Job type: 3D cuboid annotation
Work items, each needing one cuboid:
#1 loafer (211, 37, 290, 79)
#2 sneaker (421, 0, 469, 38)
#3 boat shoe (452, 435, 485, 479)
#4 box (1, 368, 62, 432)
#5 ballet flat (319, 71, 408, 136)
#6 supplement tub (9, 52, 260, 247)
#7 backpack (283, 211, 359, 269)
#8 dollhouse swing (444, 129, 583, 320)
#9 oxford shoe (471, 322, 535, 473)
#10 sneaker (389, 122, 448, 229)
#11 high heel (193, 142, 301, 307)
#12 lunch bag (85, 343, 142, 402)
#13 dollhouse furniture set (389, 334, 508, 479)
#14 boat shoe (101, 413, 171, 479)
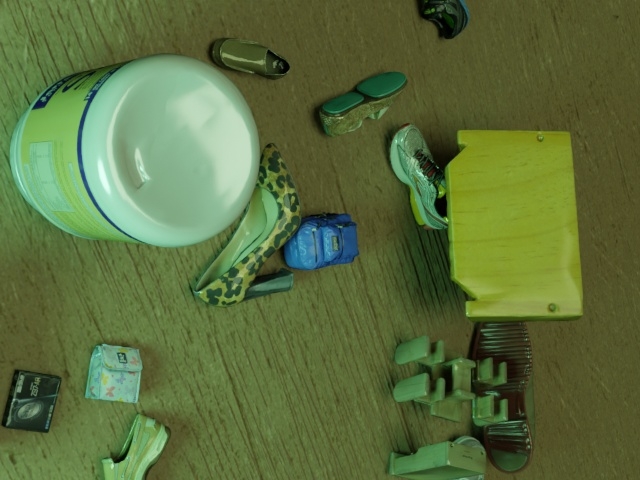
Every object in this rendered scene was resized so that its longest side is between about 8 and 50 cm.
[{"bbox_3d":[-0.110,-0.303,1.534,0.148,0.050,0.056,5,90,-38],"label":"loafer"},{"bbox_3d":[0.221,-0.464,1.769,0.188,0.067,0.078,50,58,-32],"label":"sneaker"},{"bbox_3d":[0.258,0.542,1.830,0.118,0.103,0.320,42,68,-31],"label":"boat shoe"},{"bbox_3d":[-0.419,0.233,1.347,0.067,0.018,0.083,18,82,-37],"label":"box"},{"bbox_3d":[0.077,-0.244,1.683,0.206,0.073,0.067,-28,136,-30],"label":"ballet flat"},{"bbox_3d":[-0.262,-0.116,1.251,0.241,0.331,0.241,-3,94,-38],"label":"supplement tub"},{"bbox_3d":[0.000,0.000,1.606,0.120,0.101,0.098,-9,91,-33],"label":"backpack"},{"bbox_3d":[0.365,-0.009,1.835,0.315,0.305,0.346,0,80,-10],"label":"dollhouse swing"},{"bbox_3d":[0.387,0.300,1.934,0.130,0.123,0.348,10,79,-69],"label":"oxford shoe"},{"bbox_3d":[0.207,-0.123,1.762,0.088,0.093,0.225,-41,115,-29],"label":"sneaker"},{"bbox_3d":[-0.127,-0.023,1.511,0.186,0.093,0.261,-10,104,-39],"label":"high heel"},{"bbox_3d":[-0.311,0.202,1.408,0.071,0.053,0.083,16,74,-38],"label":"lunch bag"},{"bbox_3d":[0.228,0.331,1.792,0.212,0.161,0.242,20,60,-29],"label":"dollhouse furniture set"},{"bbox_3d":[-0.306,0.355,1.420,0.072,0.068,0.190,37,60,-20],"label":"boat shoe"}]
